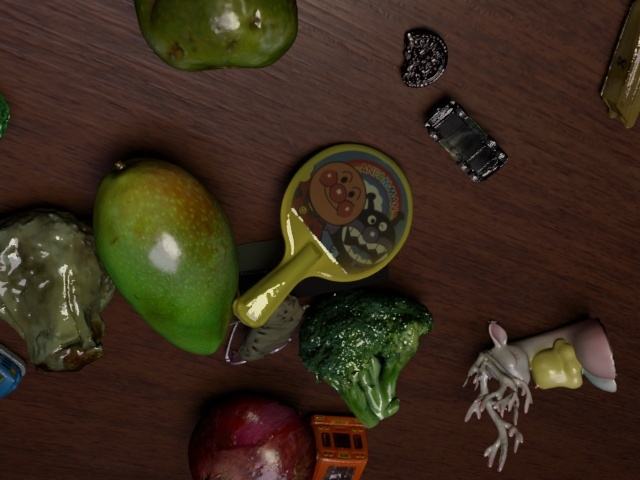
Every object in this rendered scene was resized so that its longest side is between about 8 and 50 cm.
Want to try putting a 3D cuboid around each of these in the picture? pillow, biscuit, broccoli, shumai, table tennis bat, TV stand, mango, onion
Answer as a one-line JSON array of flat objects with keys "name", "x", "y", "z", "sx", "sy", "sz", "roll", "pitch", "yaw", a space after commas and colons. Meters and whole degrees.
[{"name": "pillow", "x": -0.081, "y": 0.157, "z": 1.202, "sx": 0.093, "sy": 0.051, "sz": 0.241, "roll": 0, "pitch": 142, "yaw": -24}, {"name": "biscuit", "x": 0.152, "y": -0.276, "z": 1.006, "sx": 0.087, "sy": 0.027, "sz": 0.089, "roll": -41, "pitch": 124, "yaw": 19}, {"name": "broccoli", "x": 0.088, "y": 0.205, "z": 1.227, "sx": 0.265, "sy": 0.294, "sz": 0.246, "roll": -11, "pitch": 100, "yaw": 32}, {"name": "shumai", "x": -0.437, "y": 0.081, "z": 1.048, "sx": 0.225, "sy": 0.222, "sz": 0.260, "roll": -40, "pitch": 124, "yaw": 20}, {"name": "table tennis bat", "x": 0.000, "y": 0.000, "z": 1.086, "sx": 0.368, "sy": 0.054, "sz": 0.224, "roll": -44, "pitch": 107, "yaw": -8}, {"name": "TV stand", "x": -0.016, "y": 0.042, "z": 1.187, "sx": 0.269, "sy": 0.083, "sz": 0.088, "roll": -10, "pitch": 128, "yaw": -3}, {"name": "mango", "x": -0.231, "y": 0.041, "z": 1.058, "sx": 0.225, "sy": 0.201, "sz": 0.382, "roll": 17, "pitch": 136, "yaw": 31}, {"name": "onion", "x": -0.141, "y": 0.447, "z": 1.360, "sx": 0.276, "sy": 0.276, "sz": 0.276, "roll": -5, "pitch": 128, "yaw": -6}]

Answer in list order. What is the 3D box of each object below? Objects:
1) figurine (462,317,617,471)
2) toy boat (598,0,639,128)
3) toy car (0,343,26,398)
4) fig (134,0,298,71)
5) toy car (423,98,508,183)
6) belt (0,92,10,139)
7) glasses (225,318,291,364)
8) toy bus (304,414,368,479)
[{"name": "figurine", "x": 0.432, "y": 0.280, "z": 1.343, "sx": 0.315, "sy": 0.284, "sz": 0.206, "roll": -15, "pitch": 128, "yaw": 16}, {"name": "toy boat", "x": 0.510, "y": -0.290, "z": 1.039, "sx": 0.087, "sy": 0.068, "sz": 0.226, "roll": -5, "pitch": 125, "yaw": -13}, {"name": "toy car", "x": -0.657, "y": 0.283, "z": 1.243, "sx": 0.191, "sy": 0.100, "sz": 0.097, "roll": -33, "pitch": 122, "yaw": 10}, {"name": "fig", "x": -0.130, "y": -0.353, "z": 0.821, "sx": 0.205, "sy": 0.206, "sz": 0.275, "roll": -3, "pitch": 105, "yaw": -8}, {"name": "toy car", "x": 0.236, "y": -0.166, "z": 1.083, "sx": 0.071, "sy": 0.063, "sz": 0.165, "roll": -41, "pitch": 124, "yaw": 19}, {"name": "belt", "x": -0.523, "y": -0.164, "z": 0.937, "sx": 0.151, "sy": 0.079, "sz": 0.121, "roll": -26, "pitch": 127, "yaw": 11}, {"name": "glasses", "x": -0.140, "y": 0.177, "z": 1.303, "sx": 0.139, "sy": 0.062, "sz": 0.104, "roll": -21, "pitch": 106, "yaw": 6}, {"name": "toy bus", "x": 0.008, "y": 0.549, "z": 1.535, "sx": 0.142, "sy": 0.153, "sz": 0.329, "roll": 7, "pitch": 128, "yaw": -14}]
